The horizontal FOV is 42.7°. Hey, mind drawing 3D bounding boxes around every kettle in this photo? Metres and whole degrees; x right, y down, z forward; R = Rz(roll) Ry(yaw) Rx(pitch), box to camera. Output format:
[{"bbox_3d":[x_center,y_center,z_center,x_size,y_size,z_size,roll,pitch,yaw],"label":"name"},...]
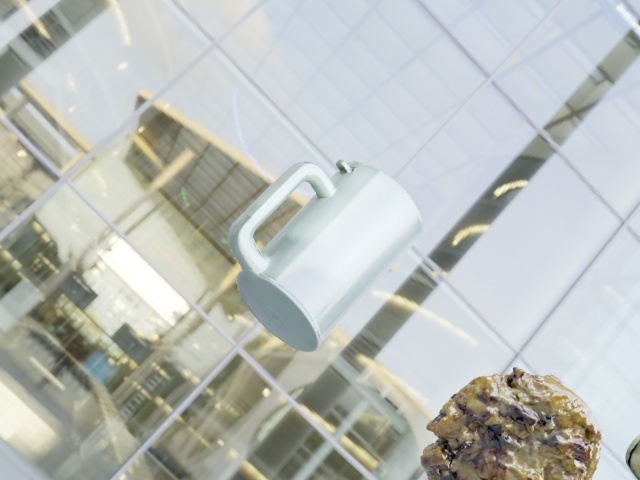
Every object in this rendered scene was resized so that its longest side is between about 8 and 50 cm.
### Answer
[{"bbox_3d":[0.012,0.009,1.481,0.205,0.318,0.265,31,-28,27],"label":"kettle"}]

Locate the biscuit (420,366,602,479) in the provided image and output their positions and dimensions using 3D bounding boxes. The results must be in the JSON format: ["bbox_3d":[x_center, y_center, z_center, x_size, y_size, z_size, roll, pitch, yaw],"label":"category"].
[{"bbox_3d":[0.347,0.390,1.511,0.289,0.334,0.081,51,17,-6],"label":"biscuit"}]

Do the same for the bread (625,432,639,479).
[{"bbox_3d":[0.604,0.389,1.329,0.286,0.207,0.056,59,15,-6],"label":"bread"}]

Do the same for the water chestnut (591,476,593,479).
[{"bbox_3d":[0.430,0.436,1.712,0.289,0.244,0.289,27,-23,12],"label":"water chestnut"}]
